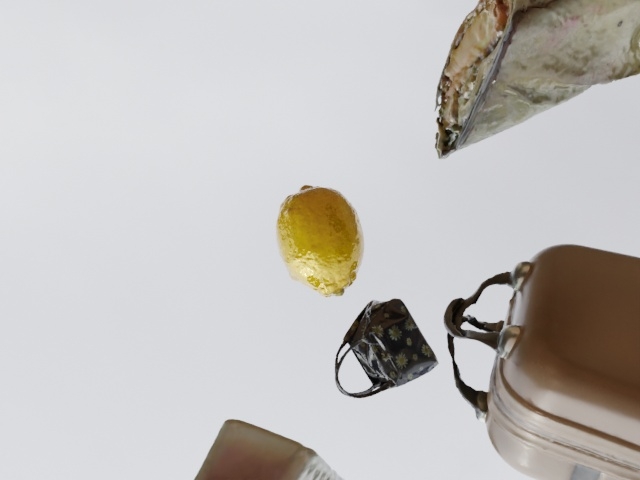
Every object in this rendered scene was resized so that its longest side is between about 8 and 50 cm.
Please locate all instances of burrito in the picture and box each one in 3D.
[{"bbox_3d":[0.266,-0.228,1.172,0.348,0.175,0.107,-23,-149,0],"label":"burrito"}]

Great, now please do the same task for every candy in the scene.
[{"bbox_3d":[-0.069,0.395,1.504,0.145,0.358,0.208,20,-106,20],"label":"candy"}]

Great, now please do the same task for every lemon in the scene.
[{"bbox_3d":[0.000,0.000,1.389,0.114,0.114,0.155,-9,-105,-22],"label":"lemon"}]

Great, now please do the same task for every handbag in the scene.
[{"bbox_3d":[0.263,0.122,1.106,0.283,0.149,0.302,17,-147,7],"label":"handbag"},{"bbox_3d":[0.073,0.154,1.391,0.139,0.115,0.072,-38,-165,-32],"label":"handbag"}]
